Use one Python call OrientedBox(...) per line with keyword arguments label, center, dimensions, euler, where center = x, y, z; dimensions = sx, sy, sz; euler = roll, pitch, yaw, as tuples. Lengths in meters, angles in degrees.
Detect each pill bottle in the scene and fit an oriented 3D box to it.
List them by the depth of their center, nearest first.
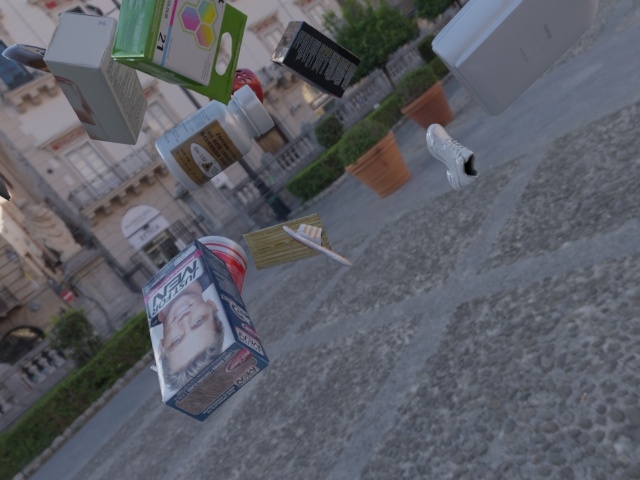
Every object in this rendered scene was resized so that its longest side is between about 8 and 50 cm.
OrientedBox(label="pill bottle", center=(-0.218, -0.219, 1.087), dimensions=(0.229, 0.131, 0.131), euler=(-35, 10, 0))
OrientedBox(label="pill bottle", center=(-0.379, 0.190, 1.730), dimensions=(0.229, 0.229, 0.408), euler=(-34, 30, 25))

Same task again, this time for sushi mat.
OrientedBox(label="sushi mat", center=(-0.123, 0.008, 1.891), dimensions=(0.316, 0.152, 0.019), euler=(-15, 12, 20))

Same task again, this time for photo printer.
OrientedBox(label="photo printer", center=(0.391, -0.417, 0.996), dimensions=(0.307, 0.107, 0.256), euler=(-45, -34, 17))

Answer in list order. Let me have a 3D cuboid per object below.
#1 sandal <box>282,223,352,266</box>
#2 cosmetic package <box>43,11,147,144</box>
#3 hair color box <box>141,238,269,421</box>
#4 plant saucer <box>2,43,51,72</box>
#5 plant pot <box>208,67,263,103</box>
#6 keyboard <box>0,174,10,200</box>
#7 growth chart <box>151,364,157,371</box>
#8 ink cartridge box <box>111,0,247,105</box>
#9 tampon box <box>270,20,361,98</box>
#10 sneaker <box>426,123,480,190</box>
OrientedBox(label="sandal", center=(0.000, 0.001, 1.729), dimensions=(0.076, 0.265, 0.102), euler=(-62, 0, -5))
OrientedBox(label="cosmetic package", center=(-0.533, -0.382, 1.256), dimensions=(0.296, 0.129, 0.153), euler=(100, 177, -65))
OrientedBox(label="hair color box", center=(-0.245, 0.164, 1.040), dimensions=(0.174, 0.105, 0.347), euler=(-42, 40, 4))
OrientedBox(label="plant saucer", center=(-0.974, -0.652, 1.872), dimensions=(0.311, 0.310, 0.050), euler=(-71, -1, -72))
OrientedBox(label="plant pot", center=(-0.358, -0.597, 2.121), dimensions=(0.174, 0.191, 0.191), euler=(-29, 3, -34))
OrientedBox(label="keyboard", center=(-1.007, -0.231, 1.516), dimensions=(0.033, 0.202, 0.317), euler=(-23, -1, -17))
OrientedBox(label="growth chart", center=(-0.487, 0.370, 1.786), dimensions=(0.171, 0.021, 0.237), euler=(-4, 40, 47))
OrientedBox(label="ink cartridge box", center=(-0.202, -0.355, 0.880), dimensions=(0.096, 0.189, 0.255), euler=(15, 3, 36))
OrientedBox(label="tampon box", center=(-0.013, -0.413, 1.183), dimensions=(0.102, 0.160, 0.120), euler=(-60, 27, 10))
OrientedBox(label="sneaker", center=(0.422, -0.272, 1.599), dimensions=(0.090, 0.232, 0.115), euler=(-37, 5, -26))
